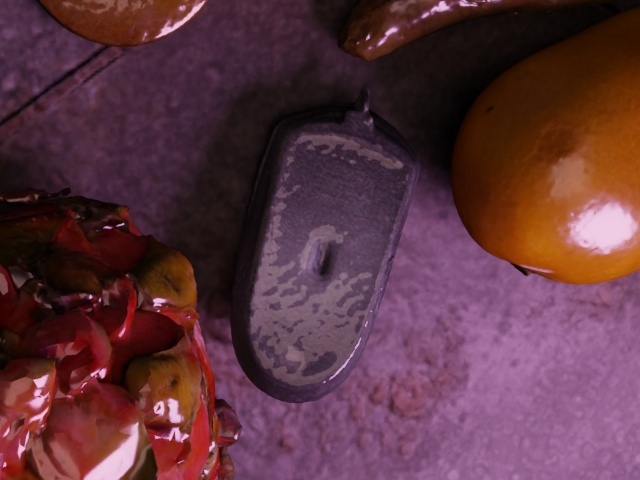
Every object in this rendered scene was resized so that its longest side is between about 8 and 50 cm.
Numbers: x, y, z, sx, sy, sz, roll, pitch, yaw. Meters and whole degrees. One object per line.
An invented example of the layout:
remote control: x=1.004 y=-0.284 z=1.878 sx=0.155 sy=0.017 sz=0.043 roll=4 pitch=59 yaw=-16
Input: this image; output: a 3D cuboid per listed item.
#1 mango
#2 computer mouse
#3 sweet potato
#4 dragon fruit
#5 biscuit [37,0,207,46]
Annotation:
mango: x=0.213 y=-0.066 z=0.935 sx=0.254 sy=0.139 sz=0.175 roll=-26 pitch=113 yaw=-18
computer mouse: x=-0.001 y=0.002 z=0.918 sx=0.113 sy=0.068 sz=0.229 roll=17 pitch=83 yaw=-7
sweet potato: x=0.139 y=-0.190 z=0.927 sx=0.273 sy=0.075 sz=0.075 roll=-16 pitch=104 yaw=-12
dragon fruit: x=-0.190 y=0.134 z=0.775 sx=0.314 sy=0.263 sz=0.296 roll=-22 pitch=105 yaw=-13
biscuit: x=-0.130 y=-0.247 z=0.851 sx=0.179 sy=0.039 sz=0.236 roll=-3 pitch=102 yaw=-18
